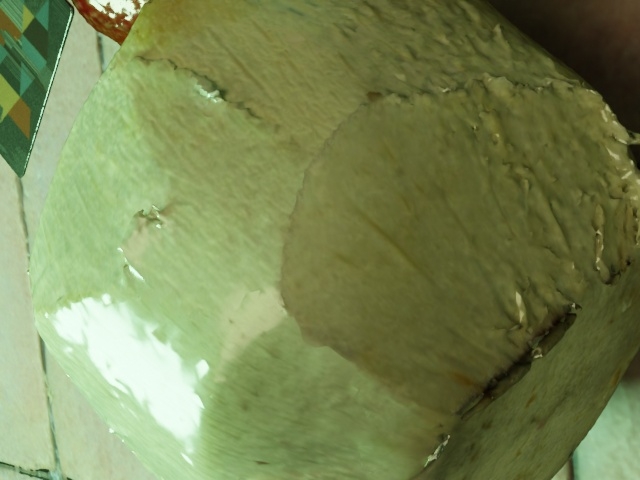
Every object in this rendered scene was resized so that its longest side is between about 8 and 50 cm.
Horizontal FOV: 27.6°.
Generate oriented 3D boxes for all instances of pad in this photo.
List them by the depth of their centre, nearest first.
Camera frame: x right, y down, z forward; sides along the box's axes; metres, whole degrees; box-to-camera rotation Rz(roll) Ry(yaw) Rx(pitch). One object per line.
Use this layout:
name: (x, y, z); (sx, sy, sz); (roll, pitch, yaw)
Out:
pad: (-0.311, -0.184, 1.311); (0.143, 0.003, 0.211); (47, 130, 28)

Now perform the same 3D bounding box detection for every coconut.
coconut: (0.000, 0.000, 0.790); (0.360, 0.346, 0.346); (37, 125, 29)

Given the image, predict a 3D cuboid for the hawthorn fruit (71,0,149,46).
hawthorn fruit: (-0.068, -0.237, 0.914); (0.253, 0.205, 0.205); (-44, 69, 35)
